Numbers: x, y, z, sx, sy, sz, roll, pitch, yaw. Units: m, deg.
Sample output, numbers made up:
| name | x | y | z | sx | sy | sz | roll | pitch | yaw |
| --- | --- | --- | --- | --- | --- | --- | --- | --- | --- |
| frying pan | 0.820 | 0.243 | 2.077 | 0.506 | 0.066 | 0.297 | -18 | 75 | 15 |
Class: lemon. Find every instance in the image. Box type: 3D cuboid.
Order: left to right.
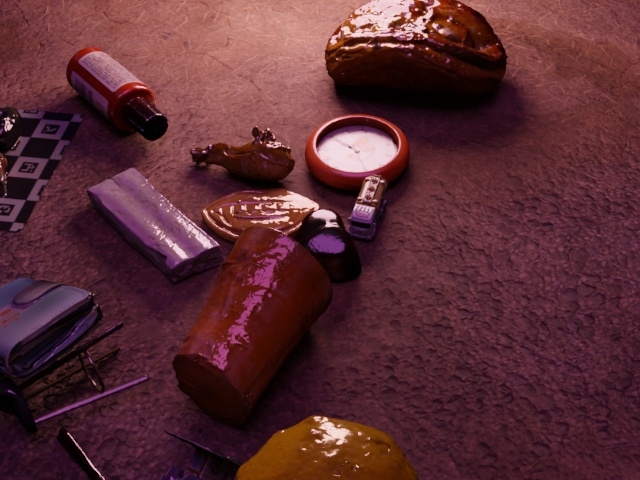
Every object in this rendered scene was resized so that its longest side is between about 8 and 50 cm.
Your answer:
| name | x | y | z | sx | sy | sz | roll | pitch | yaw |
| --- | --- | --- | --- | --- | --- | --- | --- | --- | --- |
| lemon | 0.002 | 0.355 | 1.102 | 0.260 | 0.260 | 0.284 | 26 | 26 | 24 |

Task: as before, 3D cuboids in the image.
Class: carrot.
| name | x | y | z | sx | sy | sz | roll | pitch | yaw |
| --- | --- | --- | --- | --- | --- | --- | --- | --- | --- |
| carrot | -0.119 | 0.128 | 1.389 | 0.196 | 0.196 | 0.254 | 22 | 53 | 21 |

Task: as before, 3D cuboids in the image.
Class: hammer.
| name | x | y | z | sx | sy | sz | roll | pitch | yaw |
| --- | --- | --- | --- | --- | --- | --- | --- | --- | --- |
| hammer | -0.335 | 0.325 | 1.296 | 0.065 | 0.021 | 0.178 | -31 | 52 | -26 |

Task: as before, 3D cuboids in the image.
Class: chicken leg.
| name | x | y | z | sx | sy | sz | roll | pitch | yaw |
| --- | --- | --- | --- | --- | --- | --- | --- | --- | --- |
| chicken leg | -0.150 | -0.169 | 1.753 | 0.208 | 0.085 | 0.101 | 7 | 88 | 17 |

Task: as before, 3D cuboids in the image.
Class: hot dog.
| name | x | y | z | sx | sy | sz | roll | pitch | yaw |
| --- | --- | --- | --- | --- | --- | --- | --- | --- | --- |
| hot dog | 0.203 | -0.408 | 1.927 | 0.388 | 0.174 | 0.267 | 6 | 43 | 8 |

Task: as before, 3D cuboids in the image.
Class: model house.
| name | x | y | z | sx | sy | sz | roll | pitch | yaw |
| --- | --- | --- | --- | --- | --- | --- | --- | --- | --- |
| model house | -0.142 | 0.330 | 1.214 | 0.117 | 0.167 | 0.088 | 8 | 68 | 47 |

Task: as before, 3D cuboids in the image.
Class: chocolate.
| name | x | y | z | sx | sy | sz | roll | pitch | yaw |
| --- | --- | --- | --- | --- | --- | --- | --- | --- | --- |
| chocolate | 0.000 | 0.000 | 1.582 | 0.125 | 0.080 | 0.148 | -11 | 47 | -12 |

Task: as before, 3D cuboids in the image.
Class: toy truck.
| name | x | y | z | sx | sy | sz | roll | pitch | yaw |
| --- | --- | --- | --- | --- | --- | --- | --- | --- | --- |
| toy truck | 0.087 | -0.062 | 1.654 | 0.052 | 0.063 | 0.123 | 12 | 46 | 12 |

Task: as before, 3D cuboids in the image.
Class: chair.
| name | x | y | z | sx | sy | sz | roll | pitch | yaw |
| --- | --- | --- | --- | --- | --- | --- | --- | --- | --- |
| chair | -0.378 | 0.216 | 1.361 | 0.222 | 0.104 | 0.095 | -23 | 66 | -25 |

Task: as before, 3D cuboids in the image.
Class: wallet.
| name | x | y | z | sx | sy | sz | roll | pitch | yaw |
| --- | --- | --- | --- | --- | --- | --- | --- | --- | --- |
| wallet | -0.460 | 0.130 | 1.388 | 0.250 | 0.075 | 0.176 | 5 | 34 | 46 |

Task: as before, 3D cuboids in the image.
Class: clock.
| name | x | y | z | sx | sy | sz | roll | pitch | yaw |
| --- | --- | --- | --- | --- | --- | --- | --- | --- | --- |
| clock | 0.072 | -0.171 | 1.774 | 0.205 | 0.051 | 0.205 | -1 | 46 | 1 |

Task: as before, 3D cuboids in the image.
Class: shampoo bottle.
| name | x | y | z | sx | sy | sz | roll | pitch | yaw |
| --- | --- | --- | --- | --- | --- | --- | --- | --- | --- |
| shampoo bottle | -0.410 | -0.293 | 1.865 | 0.104 | 0.104 | 0.278 | -30 | 52 | -27 |

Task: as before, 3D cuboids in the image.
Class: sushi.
| name | x | y | z | sx | sy | sz | roll | pitch | yaw |
| --- | --- | --- | --- | --- | --- | --- | --- | --- | --- |
| sushi | -0.688 | -0.178 | 1.780 | 0.343 | 0.064 | 0.359 | 6 | 44 | 6 |

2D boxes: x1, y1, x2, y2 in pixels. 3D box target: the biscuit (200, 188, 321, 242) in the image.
| name | x | y | z | sx | sy | sz | roll | pitch | yaw |
| --- | --- | --- | --- | --- | --- | --- | --- | --- | --- |
| biscuit | -0.109 | -0.044 | 1.663 | 0.221 | 0.029 | 0.142 | 1 | 45 | 1 |

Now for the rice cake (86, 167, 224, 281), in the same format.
| name | x | y | z | sx | sy | sz | roll | pitch | yaw |
| --- | --- | --- | --- | --- | --- | --- | --- | --- | --- |
| rice cake | -0.304 | -0.033 | 1.638 | 0.106 | 0.050 | 0.298 | -32 | 53 | -27 |
